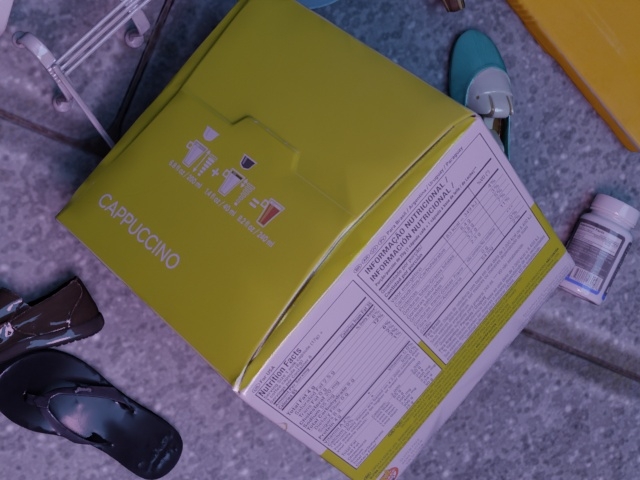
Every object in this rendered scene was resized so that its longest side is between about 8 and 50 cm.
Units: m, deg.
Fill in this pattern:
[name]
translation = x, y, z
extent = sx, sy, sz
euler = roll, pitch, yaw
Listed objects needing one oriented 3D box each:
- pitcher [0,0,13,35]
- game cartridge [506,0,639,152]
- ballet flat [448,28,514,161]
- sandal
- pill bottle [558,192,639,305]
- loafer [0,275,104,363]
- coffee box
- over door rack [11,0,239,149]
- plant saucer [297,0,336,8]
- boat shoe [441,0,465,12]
[pitcher]
translation = -0.420, -0.253, 1.326
extent = 0.207, 0.125, 0.178
euler = 14, 117, -17
[game cartridge]
translation = 0.414, -0.325, 1.731
extent = 0.285, 0.052, 0.323
euler = -49, 114, -8
[ballet flat]
translation = 0.212, -0.140, 1.651
extent = 0.083, 0.087, 0.247
euler = -6, 103, -23
[sandal]
translation = -0.263, 0.201, 1.522
extent = 0.254, 0.054, 0.097
euler = 29, 88, -27
[pill bottle]
translation = 0.372, 0.011, 1.763
extent = 0.078, 0.078, 0.137
euler = 28, 89, -27
[loafer]
translation = -0.353, 0.091, 1.452
extent = 0.220, 0.080, 0.078
euler = -16, 98, -27
[coffee box]
translation = 0.000, 0.000, 1.376
extent = 0.338, 0.337, 0.334
euler = -49, 142, -3
[over door rack]
translation = -0.166, -0.183, 1.467
extent = 0.239, 0.108, 0.324
euler = -44, 130, -10
[plant saucer]
translation = -0.024, -0.367, 1.520
extent = 0.195, 0.037, 0.195
euler = -6, 104, -23
[boat shoe]
translation = 0.119, -0.351, 1.583
extent = 0.060, 0.064, 0.178
euler = -25, 112, 15
